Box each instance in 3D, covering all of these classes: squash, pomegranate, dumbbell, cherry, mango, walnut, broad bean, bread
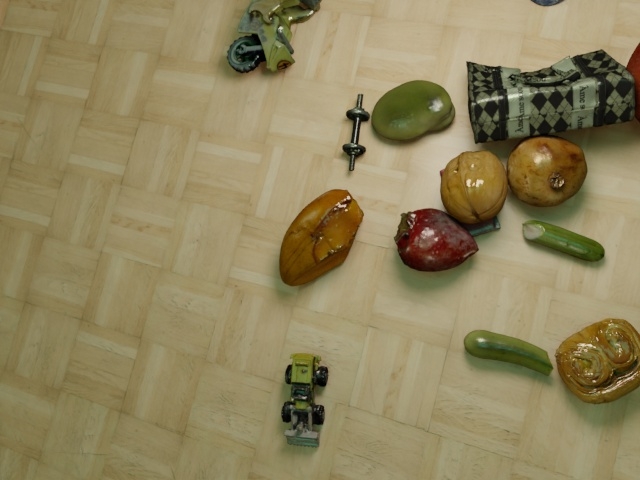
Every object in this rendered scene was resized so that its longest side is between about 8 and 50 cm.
[{"bbox_3d":[0.694,-0.001,1.659,0.238,0.069,0.069,22,87,16],"label":"squash"},{"bbox_3d":[0.634,-0.199,1.626,0.215,0.215,0.216,-2,81,14],"label":"pomegranate"},{"bbox_3d":[0.114,-0.348,1.853,0.081,0.081,0.254,5,82,15],"label":"dumbbell"},{"bbox_3d":[0.339,0.005,1.694,0.249,0.192,0.175,9,121,5],"label":"cherry"},{"bbox_3d":[0.000,0.000,1.790,0.350,0.201,0.199,-47,37,12],"label":"mango"},{"bbox_3d":[0.534,0.316,1.650,0.249,0.083,0.083,14,85,13],"label":"squash"},{"bbox_3d":[0.439,-0.157,1.657,0.192,0.193,0.226,5,59,15],"label":"walnut"},{"bbox_3d":[0.283,-0.409,1.801,0.262,0.121,0.189,-9,76,15],"label":"broad bean"},{"bbox_3d":[0.765,0.328,1.564,0.236,0.120,0.198,-33,74,8],"label":"bread"}]

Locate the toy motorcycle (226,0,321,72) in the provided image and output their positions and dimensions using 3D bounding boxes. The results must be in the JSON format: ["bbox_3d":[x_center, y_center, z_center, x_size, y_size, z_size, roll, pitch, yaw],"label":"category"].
[{"bbox_3d":[-0.148,-0.736,1.935,0.236,0.168,0.411,23,88,15],"label":"toy motorcycle"}]

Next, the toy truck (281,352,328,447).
[{"bbox_3d":[-0.053,0.487,1.754,0.136,0.111,0.286,1,84,13],"label":"toy truck"}]

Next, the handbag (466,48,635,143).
[{"bbox_3d":[0.631,-0.427,1.643,0.415,0.180,0.317,-5,37,15],"label":"handbag"}]

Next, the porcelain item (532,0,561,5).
[{"bbox_3d":[0.700,-0.807,1.757,0.147,0.114,0.147,-2,80,13],"label":"porcelain item"}]

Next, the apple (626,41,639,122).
[{"bbox_3d":[0.985,-0.433,1.521,0.349,0.348,0.277,-51,52,2],"label":"apple"}]

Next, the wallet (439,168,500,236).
[{"bbox_3d":[0.454,-0.127,1.763,0.119,0.025,0.233,-19,77,12],"label":"wallet"}]
